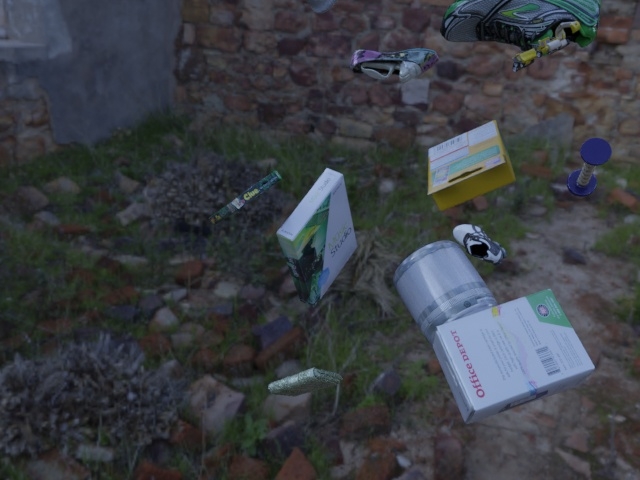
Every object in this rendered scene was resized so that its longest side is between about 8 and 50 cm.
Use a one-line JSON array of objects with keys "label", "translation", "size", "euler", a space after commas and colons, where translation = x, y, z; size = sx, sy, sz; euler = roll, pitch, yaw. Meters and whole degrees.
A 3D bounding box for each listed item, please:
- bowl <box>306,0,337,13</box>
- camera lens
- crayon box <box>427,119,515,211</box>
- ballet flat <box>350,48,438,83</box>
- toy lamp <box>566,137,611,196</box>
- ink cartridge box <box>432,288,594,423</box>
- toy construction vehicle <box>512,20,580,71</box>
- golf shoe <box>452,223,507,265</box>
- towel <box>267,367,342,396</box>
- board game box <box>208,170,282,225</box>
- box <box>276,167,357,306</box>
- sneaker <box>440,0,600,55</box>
[{"label": "bowl", "translation": [-0.008, -0.687, 1.477], "size": [0.134, 0.298, 0.298], "euler": [15, 14, -23]}, {"label": "camera lens", "translation": [0.348, 0.154, 1.800], "size": [0.219, 0.219, 0.274], "euler": [-8, 54, -32]}, {"label": "crayon box", "translation": [0.386, -0.189, 1.686], "size": [0.203, 0.083, 0.323], "euler": [-23, 21, 21]}, {"label": "ballet flat", "translation": [0.182, -0.434, 1.622], "size": [0.221, 0.077, 0.079], "euler": [6, 63, 13]}, {"label": "toy lamp", "translation": [0.682, -0.176, 1.664], "size": [0.080, 0.080, 0.275], "euler": [10, -15, 15]}, {"label": "ink cartridge box", "translation": [0.313, 0.193, 1.082], "size": [0.212, 0.093, 0.154], "euler": [-17, 61, -7]}, {"label": "toy construction vehicle", "translation": [0.367, -0.321, 1.063], "size": [0.085, 0.035, 0.098], "euler": [-27, 2, -12]}, {"label": "golf shoe", "translation": [0.452, 0.003, 1.902], "size": [0.093, 0.077, 0.198], "euler": [8, 19, -41]}, {"label": "towel", "translation": [-0.028, 0.271, 1.235], "size": [0.110, 0.027, 0.148], "euler": [-20, -20, 16]}, {"label": "board game box", "translation": [-0.190, -0.100, 1.585], "size": [0.136, 0.030, 0.259], "euler": [-41, 9, -21]}, {"label": "box", "translation": [0.000, 0.000, 1.699], "size": [0.058, 0.322, 0.232], "euler": [23, 62, 26]}, {"label": "sneaker", "translation": [0.435, -0.479, 1.415], "size": [0.343, 0.147, 0.134], "euler": [-3, -19, 13]}]
